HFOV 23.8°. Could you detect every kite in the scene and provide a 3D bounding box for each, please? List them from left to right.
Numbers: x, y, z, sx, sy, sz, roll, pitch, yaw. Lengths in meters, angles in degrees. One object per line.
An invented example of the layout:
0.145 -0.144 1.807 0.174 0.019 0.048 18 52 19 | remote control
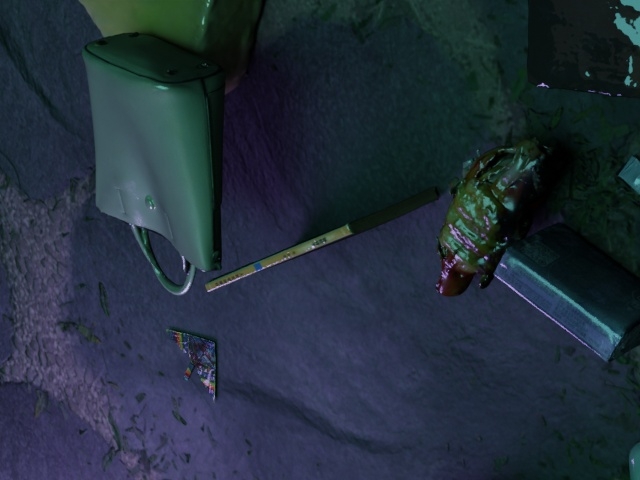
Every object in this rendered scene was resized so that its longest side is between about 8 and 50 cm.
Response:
-0.166 0.159 2.044 0.122 0.004 0.090 51 129 15 | kite

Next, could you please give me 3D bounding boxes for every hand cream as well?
0.344 -0.047 1.557 0.093 0.019 0.030 52 131 23 | hand cream

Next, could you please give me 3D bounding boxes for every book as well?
0.000 0.001 1.749 0.242 0.170 0.018 -22 91 42 | book

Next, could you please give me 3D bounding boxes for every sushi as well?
0.179 -0.033 1.645 0.097 0.103 0.226 28 122 -2 | sushi

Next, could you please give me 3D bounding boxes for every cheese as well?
-0.218 -0.387 1.847 0.384 0.104 0.384 13 113 34 | cheese

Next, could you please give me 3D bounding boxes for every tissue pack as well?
0.273 0.052 1.578 0.156 0.112 0.051 38 126 24 | tissue pack

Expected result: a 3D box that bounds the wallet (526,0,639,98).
0.277 -0.299 1.512 0.165 0.042 0.309 14 112 38 | wallet

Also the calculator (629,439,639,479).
0.423 0.267 1.570 0.246 0.045 0.141 -9 98 41 | calculator

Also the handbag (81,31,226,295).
-0.199 -0.074 1.791 0.241 0.109 0.315 28 123 43 | handbag
